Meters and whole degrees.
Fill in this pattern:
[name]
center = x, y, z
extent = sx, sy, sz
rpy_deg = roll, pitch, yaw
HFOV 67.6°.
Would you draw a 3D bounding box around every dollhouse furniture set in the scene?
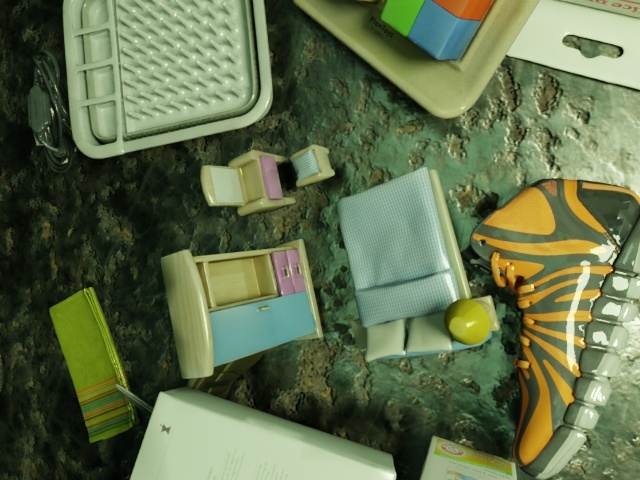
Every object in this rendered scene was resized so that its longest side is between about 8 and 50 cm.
[dollhouse furniture set]
center = 0.000, 0.000, 0.518
extent = 0.303, 0.198, 0.286
rpy_deg = -16, 84, 37

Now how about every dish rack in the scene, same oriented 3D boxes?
[dish rack]
center = -0.221, -0.276, 0.710
extent = 0.332, 0.072, 0.286
rpy_deg = -7, 86, 18

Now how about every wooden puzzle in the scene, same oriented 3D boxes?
[wooden puzzle]
center = 0.112, -0.360, 0.506
extent = 0.322, 0.080, 0.348
rpy_deg = 48, 129, 24

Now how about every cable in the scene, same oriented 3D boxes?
[cable]
center = -0.406, -0.202, 0.740
extent = 0.047, 0.150, 0.185
rpy_deg = -8, 82, -12

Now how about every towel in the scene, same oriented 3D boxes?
[towel]
center = -0.374, 0.203, 0.778
extent = 0.102, 0.021, 0.237
rpy_deg = -26, 81, 15

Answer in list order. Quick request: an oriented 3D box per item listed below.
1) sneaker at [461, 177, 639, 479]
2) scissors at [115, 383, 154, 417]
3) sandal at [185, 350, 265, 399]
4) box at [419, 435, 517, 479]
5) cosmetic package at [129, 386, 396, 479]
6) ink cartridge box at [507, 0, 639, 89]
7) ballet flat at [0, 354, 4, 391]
[sneaker]
center = 0.236, 0.081, 0.538
extent = 0.180, 0.124, 0.321
rpy_deg = 21, 85, 22
[scissors]
center = -0.154, 0.283, 0.647
extent = 0.297, 0.021, 0.109
rpy_deg = 47, 133, -4
[sandal]
center = -0.144, 0.172, 0.682
extent = 0.060, 0.090, 0.219
rpy_deg = 46, 111, 36
[box]
center = 0.147, 0.312, 0.507
extent = 0.103, 0.203, 0.114
rpy_deg = 12, 95, 19
[cosmetic package]
center = -0.101, 0.394, 0.537
extent = 0.284, 0.097, 0.377
rpy_deg = 16, 80, 8
[ink cartridge box]
center = 0.351, -0.358, 0.494
extent = 0.207, 0.119, 0.354
rpy_deg = 23, 97, 18
[ballet flat]
center = -0.594, 0.264, 0.835
extent = 0.057, 0.049, 0.173
rpy_deg = 10, 92, 17
